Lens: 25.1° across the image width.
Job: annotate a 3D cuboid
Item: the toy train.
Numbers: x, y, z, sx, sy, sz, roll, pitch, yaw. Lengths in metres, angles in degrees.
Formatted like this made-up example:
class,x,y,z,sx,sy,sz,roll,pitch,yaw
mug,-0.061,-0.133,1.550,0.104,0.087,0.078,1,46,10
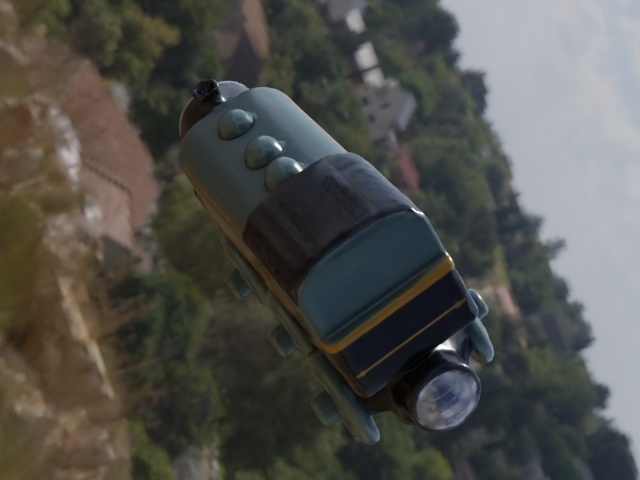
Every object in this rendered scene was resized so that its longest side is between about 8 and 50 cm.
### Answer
class,x,y,z,sx,sy,sz,roll,pitch,yaw
toy train,0.000,0.000,1.018,0.334,0.142,0.190,50,-9,52
